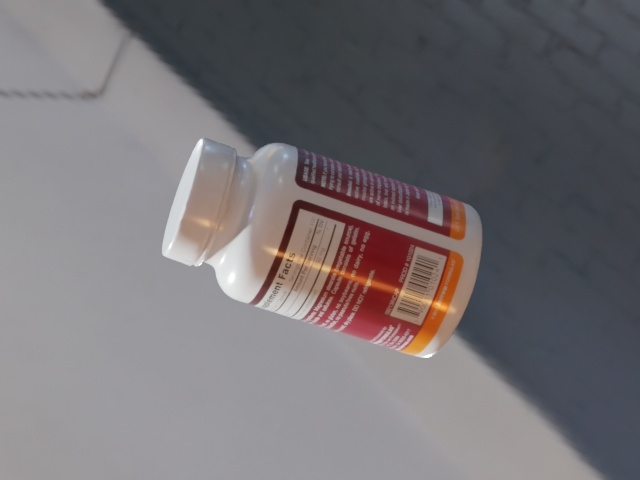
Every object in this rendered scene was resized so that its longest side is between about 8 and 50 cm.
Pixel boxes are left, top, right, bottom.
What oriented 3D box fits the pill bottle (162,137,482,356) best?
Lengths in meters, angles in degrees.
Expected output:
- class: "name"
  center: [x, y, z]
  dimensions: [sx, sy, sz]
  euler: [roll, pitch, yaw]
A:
- class: "pill bottle"
  center: [0.000, 0.000, 0.910]
  dimensions: [0.152, 0.086, 0.086]
  euler: [19, -155, -11]
